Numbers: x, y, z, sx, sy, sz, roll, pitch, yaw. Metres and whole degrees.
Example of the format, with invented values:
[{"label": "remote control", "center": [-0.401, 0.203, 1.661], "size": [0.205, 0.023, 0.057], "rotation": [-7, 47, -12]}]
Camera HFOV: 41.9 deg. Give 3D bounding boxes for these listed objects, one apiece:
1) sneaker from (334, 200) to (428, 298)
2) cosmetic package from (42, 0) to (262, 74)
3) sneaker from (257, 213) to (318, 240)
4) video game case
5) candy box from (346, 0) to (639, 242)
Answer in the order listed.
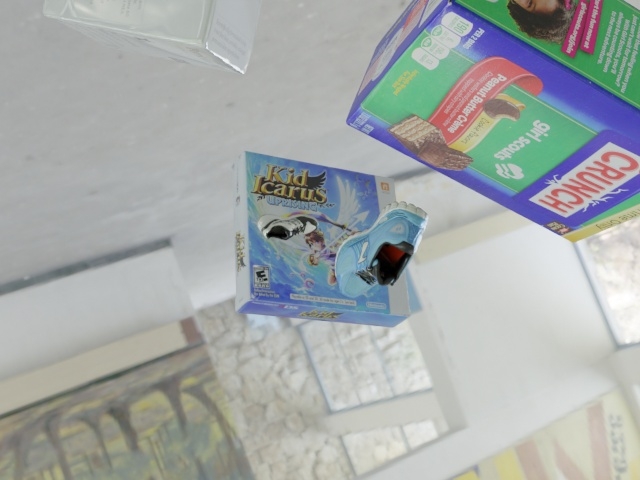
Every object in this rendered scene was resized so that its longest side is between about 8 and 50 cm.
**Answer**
[{"label": "sneaker", "center": [0.060, 0.024, 0.951], "size": [0.063, 0.073, 0.162], "rotation": [24, 139, -13]}, {"label": "cosmetic package", "center": [-0.169, -0.281, 0.901], "size": [0.183, 0.152, 0.151], "rotation": [14, -176, 11]}, {"label": "sneaker", "center": [-0.040, -0.013, 1.092], "size": [0.083, 0.037, 0.032], "rotation": [-3, 127, -20]}, {"label": "video game case", "center": [0.000, 0.000, 1.287], "size": [0.269, 0.244, 0.061], "rotation": [8, 152, -26]}, {"label": "candy box", "center": [0.222, -0.141, 0.862], "size": [0.317, 0.122, 0.268], "rotation": [25, 159, -10]}]
